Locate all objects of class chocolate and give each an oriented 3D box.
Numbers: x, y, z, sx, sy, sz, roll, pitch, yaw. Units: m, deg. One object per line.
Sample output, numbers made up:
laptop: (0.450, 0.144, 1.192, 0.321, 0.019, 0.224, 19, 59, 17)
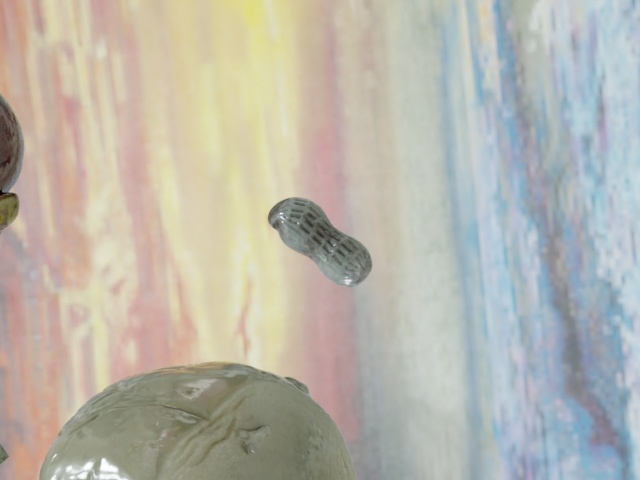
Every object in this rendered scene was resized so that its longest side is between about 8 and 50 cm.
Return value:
chocolate: (0.000, 0.000, 1.895, 0.072, 0.167, 0.072, -42, -22, -21)

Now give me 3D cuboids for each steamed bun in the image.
steamed bun: (-0.119, 0.259, 1.592, 0.383, 0.247, 0.236, 36, -121, -42)

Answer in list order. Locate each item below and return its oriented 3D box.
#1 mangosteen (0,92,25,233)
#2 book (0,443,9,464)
mangosteen: (-0.448, -0.082, 1.677, 0.257, 0.215, 0.215, 61, -176, 18)
book: (-0.466, 0.271, 1.661, 0.172, 0.012, 0.118, -42, -60, -25)
